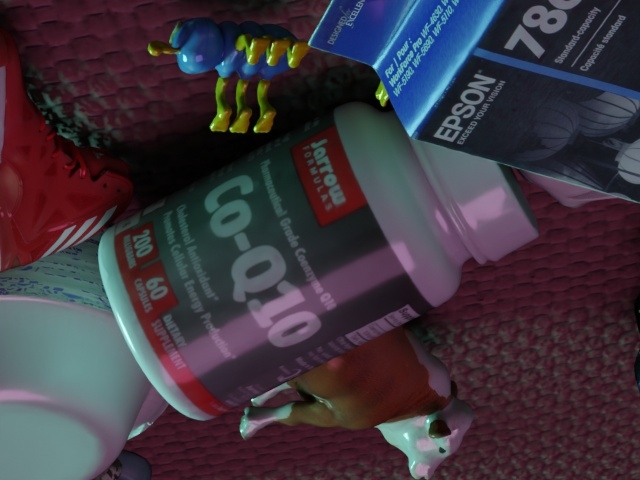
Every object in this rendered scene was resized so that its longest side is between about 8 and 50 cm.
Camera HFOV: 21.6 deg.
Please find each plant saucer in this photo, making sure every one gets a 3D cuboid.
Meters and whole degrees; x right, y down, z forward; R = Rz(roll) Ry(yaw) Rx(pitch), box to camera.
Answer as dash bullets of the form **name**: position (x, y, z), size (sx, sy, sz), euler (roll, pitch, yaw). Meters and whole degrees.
- **plant saucer**: position (-0.225, 0.241, 1.652), size (0.119, 0.021, 0.119), euler (-6, 147, -4)

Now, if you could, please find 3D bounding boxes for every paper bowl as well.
- **paper bowl**: position (-0.256, 0.108, 1.336), size (0.284, 0.148, 0.284), euler (-6, 145, -4)

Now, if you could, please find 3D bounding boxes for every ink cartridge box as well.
- **ink cartridge box**: position (0.174, -0.108, 1.012), size (0.332, 0.065, 0.165), euler (15, 137, -16)

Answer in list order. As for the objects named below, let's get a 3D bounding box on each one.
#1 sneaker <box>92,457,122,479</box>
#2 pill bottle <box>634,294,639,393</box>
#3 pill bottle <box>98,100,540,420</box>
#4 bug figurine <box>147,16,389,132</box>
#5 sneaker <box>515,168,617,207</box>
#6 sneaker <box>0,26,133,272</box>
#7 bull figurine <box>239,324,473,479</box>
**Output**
- **sneaker**: position (-0.363, 0.213, 1.522), size (0.410, 0.158, 0.182), euler (15, 109, -28)
- **pill bottle**: position (0.342, 0.141, 1.451), size (0.123, 0.219, 0.123), euler (-6, 146, -4)
- **pill bottle**: position (0.000, 0.000, 1.200), size (0.283, 0.161, 0.161), euler (-28, 143, 10)
- **bug figurine**: position (0.026, -0.179, 1.037), size (0.216, 0.072, 0.279), euler (3, 140, -28)
- **sneaker**: position (0.296, -0.100, 1.183), size (0.330, 0.122, 0.146), euler (-12, 149, 21)
- **sneaker**: position (-0.197, -0.072, 1.168), size (0.128, 0.087, 0.221), euler (-18, 146, -28)
- **bull figurine**: position (0.007, 0.100, 1.412), size (0.188, 0.101, 0.310), euler (-15, 135, 13)
